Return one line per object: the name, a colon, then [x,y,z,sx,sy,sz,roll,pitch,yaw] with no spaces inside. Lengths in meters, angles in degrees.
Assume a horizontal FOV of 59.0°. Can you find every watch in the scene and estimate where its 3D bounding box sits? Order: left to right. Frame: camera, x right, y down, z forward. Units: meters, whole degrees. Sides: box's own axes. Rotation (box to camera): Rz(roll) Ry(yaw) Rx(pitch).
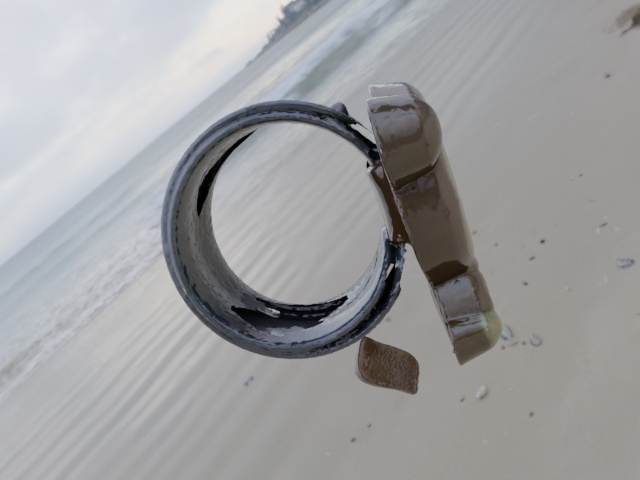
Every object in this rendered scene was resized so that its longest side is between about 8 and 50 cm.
watch: [0.000,0.000,0.661,0.327,0.335,0.314,-19,11,9]

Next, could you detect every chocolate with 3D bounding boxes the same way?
chocolate: [0.088,0.174,0.775,0.031,0.101,0.064,-40,36,52]
